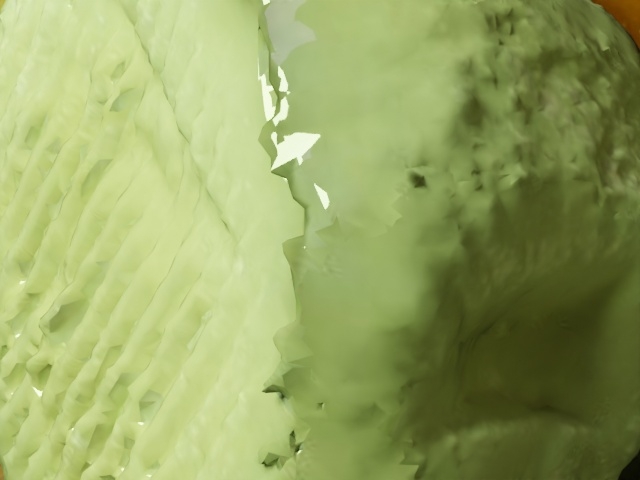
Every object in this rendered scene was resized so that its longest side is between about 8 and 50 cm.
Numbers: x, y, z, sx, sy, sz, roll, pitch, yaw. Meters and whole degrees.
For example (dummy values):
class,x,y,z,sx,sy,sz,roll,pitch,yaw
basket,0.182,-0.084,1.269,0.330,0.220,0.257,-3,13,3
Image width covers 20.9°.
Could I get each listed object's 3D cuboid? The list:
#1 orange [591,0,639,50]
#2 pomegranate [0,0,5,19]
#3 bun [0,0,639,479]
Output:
class,x,y,z,sx,sy,sz,roll,pitch,yaw
orange,0.141,-0.086,0.819,0.193,0.161,0.193,-39,3,2
pomegranate,-0.120,-0.198,1.091,0.410,0.410,0.410,-29,22,13
bun,0.000,0.000,0.695,0.211,0.359,0.360,0,2,-32
